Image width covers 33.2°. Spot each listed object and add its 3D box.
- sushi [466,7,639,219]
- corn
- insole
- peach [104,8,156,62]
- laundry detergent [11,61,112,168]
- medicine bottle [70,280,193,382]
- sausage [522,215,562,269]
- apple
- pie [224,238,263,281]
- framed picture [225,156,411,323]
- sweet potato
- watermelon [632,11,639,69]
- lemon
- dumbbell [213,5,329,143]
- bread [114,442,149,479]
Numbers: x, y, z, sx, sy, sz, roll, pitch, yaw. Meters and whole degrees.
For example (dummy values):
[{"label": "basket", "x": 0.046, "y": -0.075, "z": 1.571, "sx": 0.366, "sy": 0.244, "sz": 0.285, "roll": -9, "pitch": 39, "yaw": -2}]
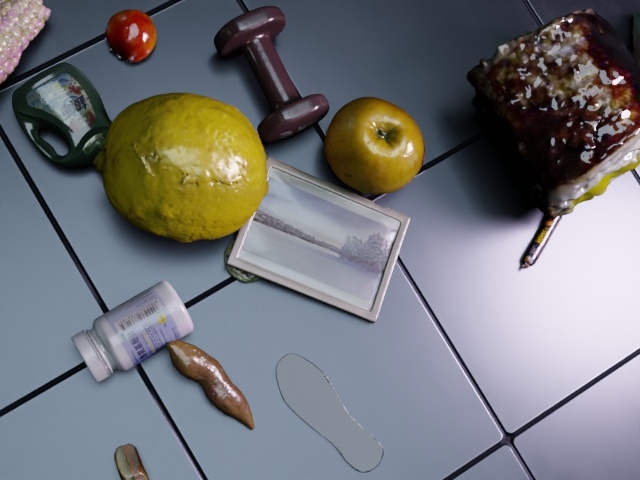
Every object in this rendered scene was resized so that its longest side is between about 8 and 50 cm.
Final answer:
[{"label": "sushi", "x": 0.449, "y": -0.234, "z": 1.922, "sx": 0.299, "sy": 0.281, "sz": 0.294, "roll": -30, "pitch": 75, "yaw": -7}, {"label": "corn", "x": -0.595, "y": -0.296, "z": 1.841, "sx": 0.126, "sy": 0.126, "sz": 0.335, "roll": 34, "pitch": 75, "yaw": -2}, {"label": "insole", "x": 0.012, "y": 0.305, "z": 1.888, "sx": 0.086, "sy": 0.005, "sz": 0.253, "roll": -41, "pitch": 88, "yaw": -14}, {"label": "peach", "x": -0.340, "y": -0.373, "z": 1.930, "sx": 0.098, "sy": 0.061, "sz": 0.098, "roll": 4, "pitch": 75, "yaw": -16}, {"label": "laundry detergent", "x": -0.430, "y": -0.190, "z": 1.873, "sx": 0.144, "sy": 0.078, "sz": 0.222, "roll": -33, "pitch": 88, "yaw": -13}, {"label": "medicine bottle", "x": -0.316, "y": 0.154, "z": 1.810, "sx": 0.186, "sy": 0.103, "sz": 0.103, "roll": -30, "pitch": 85, "yaw": -15}, {"label": "sausage", "x": 0.429, "y": -0.028, "z": 2.016, "sx": 0.028, "sy": 0.025, "sz": 0.198, "roll": 32, "pitch": 75, "yaw": 4}, {"label": "apple", "x": 0.098, "y": -0.170, "z": 1.918, "sx": 0.182, "sy": 0.155, "sz": 0.183, "roll": 1, "pitch": 81, "yaw": -8}, {"label": "pie", "x": -0.131, "y": 0.033, "z": 1.908, "sx": 0.084, "sy": 0.021, "sz": 0.084, "roll": 2, "pitch": 78, "yaw": -10}, {"label": "framed picture", "x": 0.000, "y": 0.000, "z": 1.927, "sx": 0.289, "sy": 0.016, "sz": 0.213, "roll": 23, "pitch": 75, "yaw": -9}, {"label": "sweet potato", "x": -0.181, "y": 0.242, "z": 1.832, "sx": 0.218, "sy": 0.051, "sz": 0.065, "roll": 47, "pitch": 42, "yaw": -18}, {"label": "watermelon", "x": 0.734, "y": -0.318, "z": 2.060, "sx": 0.264, "sy": 0.151, "sz": 0.302, "roll": 14, "pitch": 77, "yaw": -8}, {"label": "lemon", "x": -0.225, "y": -0.124, "z": 1.805, "sx": 0.283, "sy": 0.260, "sz": 0.261, "roll": 17, "pitch": 77, "yaw": -2}, {"label": "dumbbell", "x": -0.088, "y": -0.296, "z": 1.927, "sx": 0.140, "sy": 0.124, "sz": 0.225, "roll": -26, "pitch": 84, "yaw": -14}, {"label": "bread", "x": -0.311, "y": 0.390, "z": 1.787, "sx": 0.043, "sy": 0.062, "sz": 0.109, "roll": -21, "pitch": 80, "yaw": -12}]
